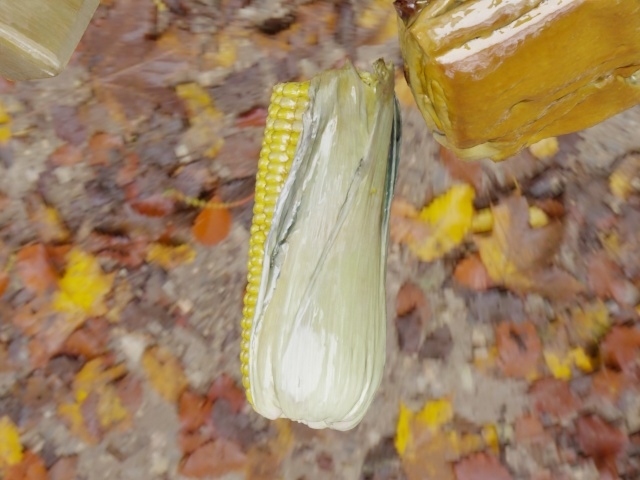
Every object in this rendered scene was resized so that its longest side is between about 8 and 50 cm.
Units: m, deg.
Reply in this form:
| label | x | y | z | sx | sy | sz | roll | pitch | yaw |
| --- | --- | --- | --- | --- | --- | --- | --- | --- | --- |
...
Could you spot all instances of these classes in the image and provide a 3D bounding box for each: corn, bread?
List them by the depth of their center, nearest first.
| label | x | y | z | sx | sy | sz | roll | pitch | yaw |
| --- | --- | --- | --- | --- | --- | --- | --- | --- | --- |
| bread | 0.166 | -0.146 | 1.143 | 0.211 | 0.235 | 0.099 | -23 | 65 | 8 |
| corn | 0.004 | 0.000 | 1.241 | 0.123 | 0.122 | 0.305 | 6 | 84 | -14 |

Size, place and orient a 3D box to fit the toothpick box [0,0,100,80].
| label | x | y | z | sx | sy | sz | roll | pitch | yaw |
| --- | --- | --- | --- | --- | --- | --- | --- | --- | --- |
| toothpick box | -0.362 | -0.288 | 1.416 | 0.308 | 0.187 | 0.190 | 31 | 76 | -28 |
